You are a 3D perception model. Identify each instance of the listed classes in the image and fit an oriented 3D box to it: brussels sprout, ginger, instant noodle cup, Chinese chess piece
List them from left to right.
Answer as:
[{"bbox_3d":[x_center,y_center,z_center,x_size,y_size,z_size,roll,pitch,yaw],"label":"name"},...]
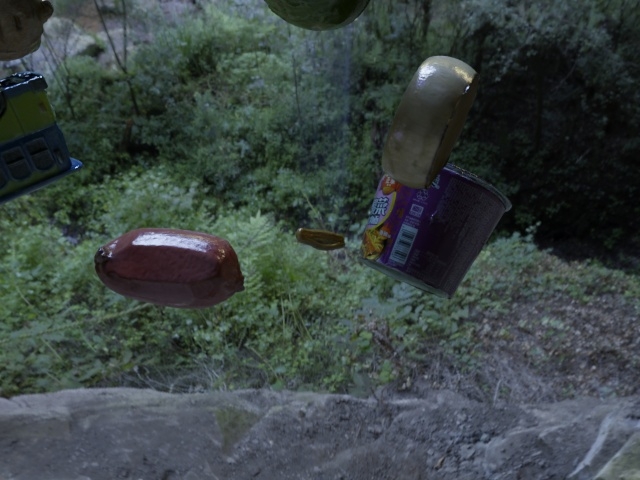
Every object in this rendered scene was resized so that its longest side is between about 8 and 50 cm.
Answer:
[{"bbox_3d":[-0.661,-0.476,1.182,0.190,0.354,0.126,-18,82,-2],"label":"ginger"},{"bbox_3d":[-0.010,-0.503,1.079,0.244,0.244,0.244,0,58,1],"label":"brussels sprout"},{"bbox_3d":[0.256,-0.023,1.433,0.340,0.340,0.266,22,86,14],"label":"instant noodle cup"},{"bbox_3d":[0.213,-0.224,1.141,0.104,0.257,0.257,25,62,13],"label":"Chinese chess piece"}]

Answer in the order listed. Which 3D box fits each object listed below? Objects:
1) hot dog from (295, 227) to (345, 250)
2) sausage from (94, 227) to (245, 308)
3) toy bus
[{"bbox_3d":[0.000,0.000,1.260,0.137,0.028,0.044,7,67,-47],"label":"hot dog"},{"bbox_3d":[-0.255,0.047,1.027,0.254,0.148,0.148,9,59,8],"label":"sausage"},{"bbox_3d":[-0.557,-0.134,0.899,0.312,0.190,0.152,-32,32,-31],"label":"toy bus"}]
